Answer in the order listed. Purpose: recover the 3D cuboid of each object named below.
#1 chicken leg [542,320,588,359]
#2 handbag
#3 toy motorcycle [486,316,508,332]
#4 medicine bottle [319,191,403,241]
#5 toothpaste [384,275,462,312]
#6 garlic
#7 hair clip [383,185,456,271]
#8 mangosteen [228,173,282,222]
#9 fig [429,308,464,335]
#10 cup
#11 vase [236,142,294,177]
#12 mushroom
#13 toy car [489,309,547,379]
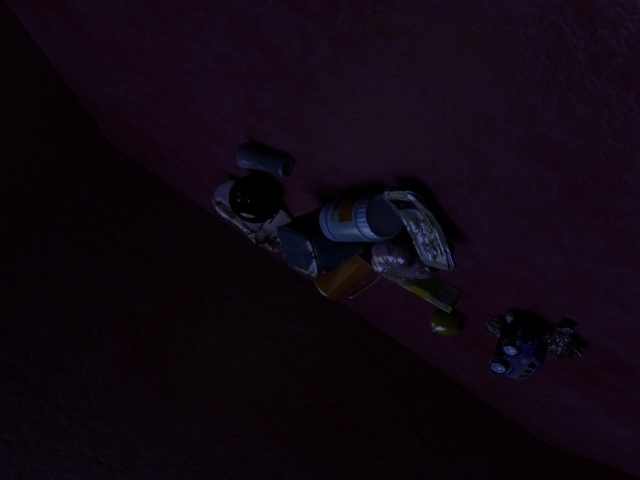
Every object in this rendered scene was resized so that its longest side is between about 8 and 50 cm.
[{"bbox_3d":[0.783,0.315,1.514,0.125,0.080,0.196,2,138,47],"label":"chicken leg"},{"bbox_3d":[0.000,0.000,1.789,0.263,0.241,0.222,21,130,52],"label":"handbag"},{"bbox_3d":[0.731,0.361,1.787,0.190,0.074,0.106,33,174,5],"label":"toy motorcycle"},{"bbox_3d":[0.129,-0.073,1.527,0.158,0.158,0.318,40,165,-20],"label":"medicine bottle"},{"bbox_3d":[0.400,0.170,1.874,0.327,0.077,0.110,30,167,19],"label":"toothpaste"},{"bbox_3d":[0.290,0.048,1.593,0.245,0.160,0.245,13,154,6],"label":"garlic"},{"bbox_3d":[0.307,-0.047,1.365,0.138,0.091,0.321,14,145,53],"label":"hair clip"},{"bbox_3d":[-0.281,-0.177,2.025,0.243,0.243,0.243,32,166,9],"label":"mangosteen"},{"bbox_3d":[0.558,0.359,2.065,0.153,0.120,0.136,8,155,8],"label":"fig"},{"bbox_3d":[0.122,0.134,1.981,0.226,0.264,0.182,39,-164,-14],"label":"cup"},{"bbox_3d":[-0.198,-0.288,1.704,0.219,0.096,0.096,21,161,33],"label":"vase"},{"bbox_3d":[-0.334,-0.140,2.329,0.397,0.224,0.314,36,-178,23],"label":"mushroom"},{"bbox_3d":[0.691,0.368,1.619,0.158,0.172,0.235,21,136,11],"label":"toy car"}]
